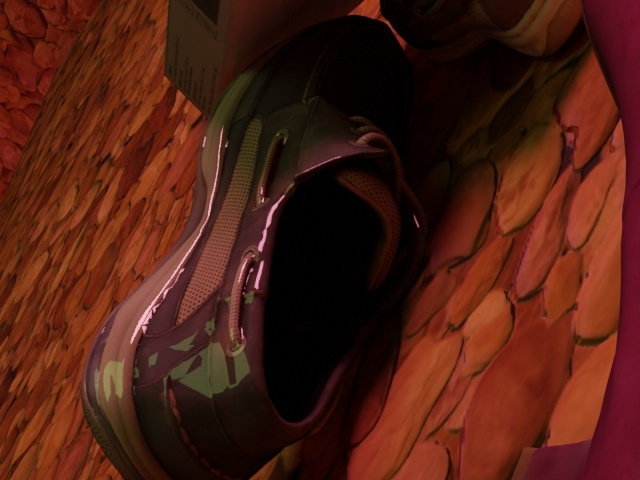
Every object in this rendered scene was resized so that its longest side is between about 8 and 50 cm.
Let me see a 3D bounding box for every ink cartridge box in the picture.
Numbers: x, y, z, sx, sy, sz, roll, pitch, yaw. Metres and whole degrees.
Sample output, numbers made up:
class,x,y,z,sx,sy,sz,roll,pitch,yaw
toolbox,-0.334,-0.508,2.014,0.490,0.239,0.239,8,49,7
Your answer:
class,x,y,z,sx,sy,sz,roll,pitch,yaw
ink cartridge box,0.012,-0.197,1.065,0.239,0.060,0.275,-44,-4,-13

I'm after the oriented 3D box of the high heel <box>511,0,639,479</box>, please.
class,x,y,z,sx,sy,sz,roll,pitch,yaw
high heel,0.154,-0.035,0.507,0.181,0.127,0.377,154,133,-66

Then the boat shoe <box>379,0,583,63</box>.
class,x,y,z,sx,sy,sz,roll,pitch,yaw
boat shoe,0.079,-0.162,1.015,0.102,0.092,0.285,-61,14,3

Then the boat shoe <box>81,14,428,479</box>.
class,x,y,z,sx,sy,sz,roll,pitch,yaw
boat shoe,0.000,0.000,0.968,0.130,0.132,0.355,-13,39,35
